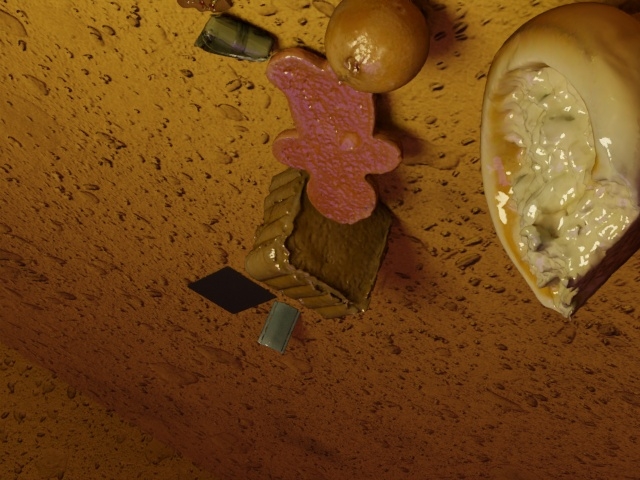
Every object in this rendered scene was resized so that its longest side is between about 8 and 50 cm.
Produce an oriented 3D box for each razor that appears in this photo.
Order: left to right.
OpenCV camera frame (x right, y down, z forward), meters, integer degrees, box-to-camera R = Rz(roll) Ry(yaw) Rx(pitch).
[{"bbox_3d":[-0.111,0.219,2.238,0.068,0.106,0.232,24,163,-4],"label":"razor"}]

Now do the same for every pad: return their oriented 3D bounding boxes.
[{"bbox_3d":[-0.207,0.117,2.187,0.143,0.003,0.211,34,149,-22],"label":"pad"}]

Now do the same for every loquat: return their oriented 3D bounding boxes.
[{"bbox_3d":[0.069,-0.255,1.215,0.141,0.141,0.141,16,151,9],"label":"loquat"}]

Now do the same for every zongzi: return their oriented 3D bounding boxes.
[{"bbox_3d":[-0.128,-0.284,1.394,0.104,0.052,0.113,22,166,-15],"label":"zongzi"}]

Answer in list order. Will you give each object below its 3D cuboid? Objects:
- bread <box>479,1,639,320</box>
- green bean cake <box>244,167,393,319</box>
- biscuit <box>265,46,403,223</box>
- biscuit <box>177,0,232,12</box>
[{"bbox_3d":[0.335,-0.089,1.125,0.245,0.328,0.424,-3,151,-3],"label":"bread"},{"bbox_3d":[0.000,0.000,1.616,0.230,0.224,0.131,33,150,-28],"label":"green bean cake"},{"bbox_3d":[0.023,-0.157,1.445,0.206,0.049,0.324,1,131,18],"label":"biscuit"},{"bbox_3d":[-0.169,-0.346,1.341,0.092,0.016,0.082,25,151,-4],"label":"biscuit"}]
